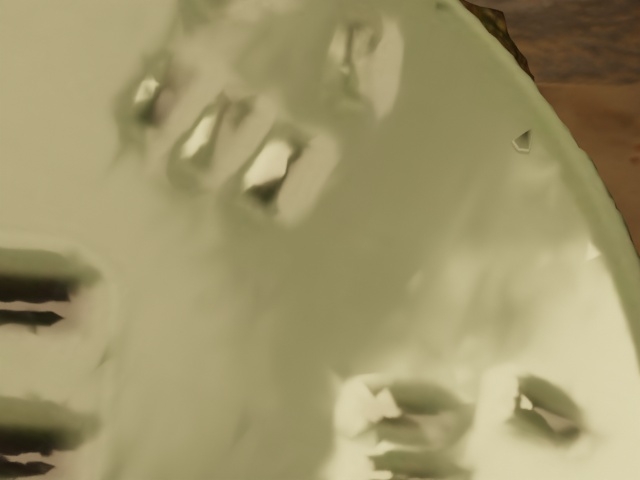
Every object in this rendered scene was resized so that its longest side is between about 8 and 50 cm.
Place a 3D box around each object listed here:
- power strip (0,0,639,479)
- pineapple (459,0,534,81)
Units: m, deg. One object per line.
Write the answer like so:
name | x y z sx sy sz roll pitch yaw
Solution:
power strip | -0.076 0.068 0.491 0.358 0.161 0.357 3 74 -11
pineapple | 0.000 0.000 0.663 0.108 0.108 0.197 23 66 19
